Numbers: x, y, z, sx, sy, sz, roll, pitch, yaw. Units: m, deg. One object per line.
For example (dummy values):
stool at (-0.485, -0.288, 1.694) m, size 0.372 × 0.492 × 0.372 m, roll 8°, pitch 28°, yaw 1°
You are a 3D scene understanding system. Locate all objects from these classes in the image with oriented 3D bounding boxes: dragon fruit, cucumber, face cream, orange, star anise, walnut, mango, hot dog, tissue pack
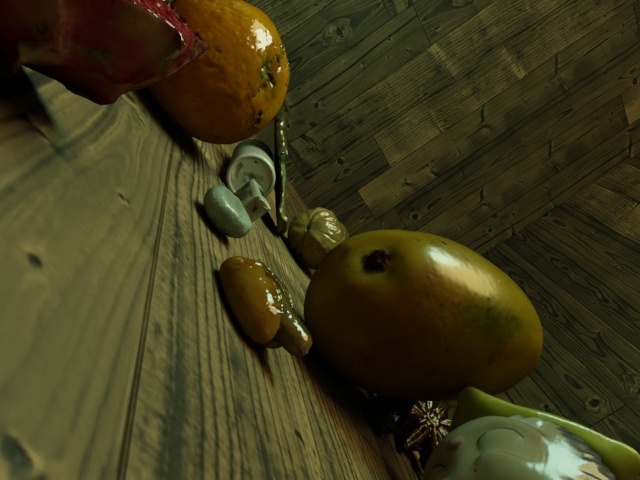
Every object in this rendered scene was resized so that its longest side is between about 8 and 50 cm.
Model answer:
dragon fruit at (-0.230, -0.197, 0.339) m, size 0.274 × 0.126 × 0.161 m, roll 47°, pitch 14°, yaw 0°
cucumber at (0.144, 0.276, 0.911) m, size 0.074 × 0.074 × 0.241 m, roll 56°, pitch 29°, yaw 0°
face cream at (-0.155, -0.171, 1.114) m, size 0.102 × 0.102 × 0.345 m, roll 55°, pitch 4°, yaw -17°
orange at (-0.177, -0.287, 0.838) m, size 0.246 × 0.246 × 0.246 m, roll 56°, pitch 4°, yaw -6°
star anise at (0.196, 0.380, 0.991) m, size 0.272 × 0.102 × 0.272 m, roll 29°, pitch 28°, yaw -17°
walnut at (0.000, 0.000, 1.244) m, size 0.155 × 0.155 × 0.184 m, roll 58°, pitch 2°, yaw 27°
mango at (0.177, 0.141, 0.797) m, size 0.446 × 0.300 × 0.232 m, roll 30°, pitch 41°, yaw -32°
hot dog at (-0.061, 0.071, 0.544) m, size 0.090 × 0.060 × 0.140 m, roll 45°, pitch 14°, yaw -46°
tissue pack at (-0.125, -0.064, 0.856) m, size 0.042 × 0.062 × 0.083 m, roll 52°, pitch 5°, yaw -30°

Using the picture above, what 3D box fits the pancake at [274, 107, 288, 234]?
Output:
pancake at (-0.092, -0.160, 1.152) m, size 0.286 × 0.033 × 0.288 m, roll 120°, pitch -31°, yaw -77°

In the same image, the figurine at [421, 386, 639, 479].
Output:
figurine at (0.219, 0.418, 0.568) m, size 0.378 × 0.266 × 0.361 m, roll -30°, pitch 115°, yaw -55°

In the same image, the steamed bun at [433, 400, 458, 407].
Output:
steamed bun at (0.266, 0.307, 1.353) m, size 0.339 × 0.247 × 0.352 m, roll 29°, pitch -29°, yaw 59°

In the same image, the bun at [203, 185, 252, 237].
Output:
bun at (-0.131, -0.037, 0.682) m, size 0.083 × 0.045 × 0.083 m, roll 53°, pitch 6°, yaw -8°
